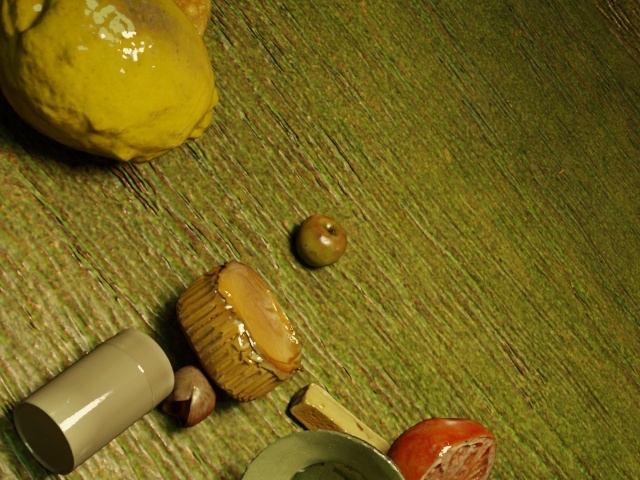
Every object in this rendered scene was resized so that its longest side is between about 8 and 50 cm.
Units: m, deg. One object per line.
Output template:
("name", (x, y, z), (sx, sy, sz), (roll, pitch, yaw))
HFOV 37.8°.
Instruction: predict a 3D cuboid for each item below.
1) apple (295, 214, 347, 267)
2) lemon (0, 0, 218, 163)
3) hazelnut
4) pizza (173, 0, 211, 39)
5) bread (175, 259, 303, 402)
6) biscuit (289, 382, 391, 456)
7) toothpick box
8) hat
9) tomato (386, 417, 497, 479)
("apple", (0.000, 0.000, 1.575), (0.089, 0.074, 0.090), (21, 52, -30))
("lemon", (-0.301, -0.246, 1.318), (0.316, 0.285, 0.286), (69, 16, -61))
("hazelnut", (-0.181, 0.215, 1.294), (0.086, 0.086, 0.086), (21, 55, -32))
("pizza", (-0.281, -0.449, 1.596), (0.197, 0.058, 0.292), (-9, 71, -42))
("bread", (-0.120, 0.133, 1.347), (0.199, 0.104, 0.199), (48, 18, -22))
("biscuit", (0.035, 0.294, 1.457), (0.188, 0.052, 0.056), (42, 33, -17))
("toothpick box", (-0.283, 0.201, 1.189), (0.111, 0.111, 0.180), (55, 45, -2))
("hat", (0.016, 0.372, 1.318), (0.257, 0.257, 0.130), (58, 13, 1))
("tomato", (0.161, 0.360, 1.438), (0.236, 0.237, 0.095), (-7, 34, -43))
